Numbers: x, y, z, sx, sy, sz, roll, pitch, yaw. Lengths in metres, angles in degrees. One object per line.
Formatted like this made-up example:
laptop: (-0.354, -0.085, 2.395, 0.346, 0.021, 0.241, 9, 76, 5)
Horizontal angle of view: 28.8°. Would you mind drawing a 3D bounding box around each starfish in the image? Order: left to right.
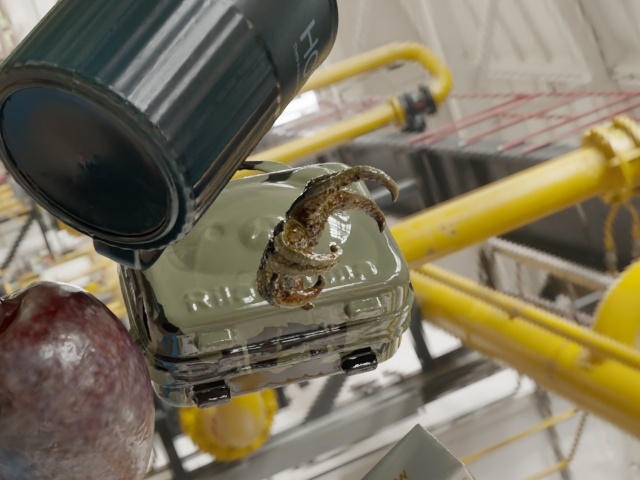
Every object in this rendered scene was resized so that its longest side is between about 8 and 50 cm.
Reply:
starfish: (0.001, 0.001, 1.135, 0.074, 0.146, 0.190, 37, -24, 6)

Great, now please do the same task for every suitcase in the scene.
suitcase: (-0.086, 0.022, 1.579, 0.339, 0.351, 0.194, -114, -161, -44)

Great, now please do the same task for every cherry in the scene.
cherry: (-0.275, 0.165, 1.231, 0.203, 0.230, 0.300, -75, 143, -65)

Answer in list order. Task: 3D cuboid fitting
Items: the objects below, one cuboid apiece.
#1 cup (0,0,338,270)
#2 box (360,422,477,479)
cup: (-0.167, -0.152, 1.222, 0.242, 0.292, 0.308, 40, -38, -11)
box: (0.092, 0.273, 1.060, 0.067, 0.149, 0.233, 37, -11, 44)
